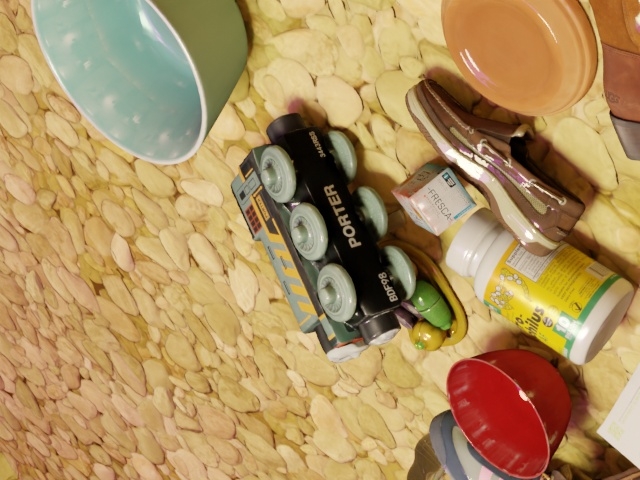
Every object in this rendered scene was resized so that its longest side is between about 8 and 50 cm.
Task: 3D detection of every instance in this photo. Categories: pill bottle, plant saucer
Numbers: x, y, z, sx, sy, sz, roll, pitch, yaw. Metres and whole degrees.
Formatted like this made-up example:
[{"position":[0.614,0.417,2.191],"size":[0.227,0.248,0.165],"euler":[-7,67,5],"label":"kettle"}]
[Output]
[{"position":[0.260,0.049,1.781],"size":[0.208,0.117,0.117],"euler":[34,144,20],"label":"pill bottle"},{"position":[0.211,-0.220,1.635],"size":[0.200,0.037,0.200],"euler":[29,143,25],"label":"plant saucer"}]

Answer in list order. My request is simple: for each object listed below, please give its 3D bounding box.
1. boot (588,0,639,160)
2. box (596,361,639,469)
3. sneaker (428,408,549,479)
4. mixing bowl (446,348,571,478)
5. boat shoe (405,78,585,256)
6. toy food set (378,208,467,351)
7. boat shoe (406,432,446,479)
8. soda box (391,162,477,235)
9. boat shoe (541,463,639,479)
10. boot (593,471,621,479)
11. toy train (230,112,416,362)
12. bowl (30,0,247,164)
[{"position":[0.338,-0.213,1.301],"size":[0.264,0.096,0.280],"euler":[7,122,55],"label":"boot"},{"position":[0.493,0.239,1.684],"size":[0.322,0.058,0.232],"euler":[42,133,24],"label":"box"},{"position":[0.288,0.340,2.060],"size":[0.319,0.112,0.131],"euler":[48,134,15],"label":"sneaker"},{"position":[0.263,0.211,1.951],"size":[0.181,0.098,0.181],"euler":[35,142,33],"label":"mixing bowl"},{"position":[0.211,-0.105,1.729],"size":[0.095,0.095,0.257],"euler":[-45,78,22],"label":"boat shoe"},{"position":[0.108,0.073,2.021],"size":[0.128,0.071,0.218],"euler":[-12,114,53],"label":"toy food set"},{"position":[0.175,0.333,2.246],"size":[0.056,0.048,0.153],"euler":[45,142,27],"label":"boat shoe"},{"position":[0.136,-0.052,1.793],"size":[0.058,0.063,0.183],"euler":[52,180,-7],"label":"soda box"},{"position":[0.334,0.353,1.927],"size":[0.342,0.123,0.123],"euler":[-22,150,30],"label":"boat shoe"},{"position":[0.426,0.363,1.985],"size":[0.099,0.045,0.121],"euler":[-12,116,47],"label":"boot"},{"position":[0.000,0.000,1.959],"size":[0.334,0.142,0.190],"euler":[64,148,13],"label":"toy train"},{"position":[-0.216,-0.271,1.954],"size":[0.311,0.163,0.311],"euler":[30,143,26],"label":"bowl"}]
